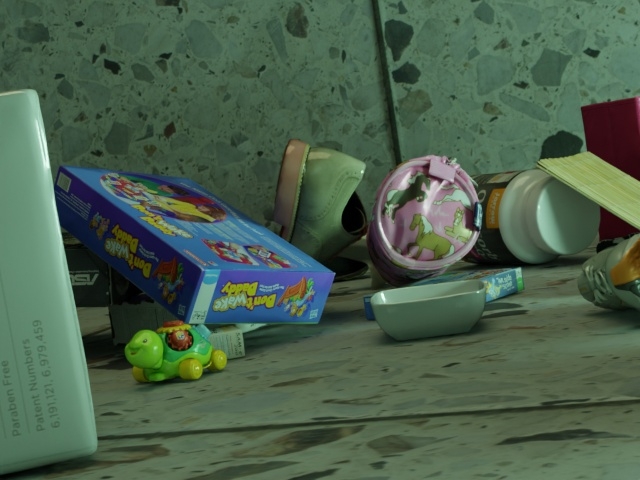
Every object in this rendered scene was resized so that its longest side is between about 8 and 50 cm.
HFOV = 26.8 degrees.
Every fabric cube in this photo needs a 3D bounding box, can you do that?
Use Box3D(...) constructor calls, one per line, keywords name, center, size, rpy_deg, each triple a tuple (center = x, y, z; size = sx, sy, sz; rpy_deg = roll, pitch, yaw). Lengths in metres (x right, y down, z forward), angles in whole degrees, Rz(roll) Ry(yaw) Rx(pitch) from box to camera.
Box3D(name="fabric cube", center=(0.638, -0.136, 2.383), size=(0.254, 0.258, 0.259), rpy_deg=(-10, 4, -10))

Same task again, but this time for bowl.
Box3D(name="bowl", center=(0.134, 0.086, 1.639), size=(0.142, 0.053, 0.142), rpy_deg=(-8, 3, 6))

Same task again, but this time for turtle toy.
Box3D(name="turtle toy", center=(-0.176, 0.129, 1.560), size=(0.095, 0.066, 0.130), rpy_deg=(-6, 4, 31))

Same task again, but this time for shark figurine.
Box3D(name="shark figurine", center=(0.065, 0.038, 2.268), size=(0.278, 0.116, 0.166), rpy_deg=(0, -30, 3))

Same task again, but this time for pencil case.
Box3D(name="pencil case", center=(0.149, -0.020, 2.025), size=(0.167, 0.160, 0.386), rpy_deg=(-20, -6, -2))

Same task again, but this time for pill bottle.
Box3D(name="pill bottle", center=(0.337, -0.040, 2.295), size=(0.162, 0.162, 0.278), rpy_deg=(-10, 3, -27))

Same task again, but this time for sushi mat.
Box3D(name="sushi mat", center=(0.495, -0.058, 2.109), size=(0.151, 0.019, 0.316), rpy_deg=(-9, 35, -43))

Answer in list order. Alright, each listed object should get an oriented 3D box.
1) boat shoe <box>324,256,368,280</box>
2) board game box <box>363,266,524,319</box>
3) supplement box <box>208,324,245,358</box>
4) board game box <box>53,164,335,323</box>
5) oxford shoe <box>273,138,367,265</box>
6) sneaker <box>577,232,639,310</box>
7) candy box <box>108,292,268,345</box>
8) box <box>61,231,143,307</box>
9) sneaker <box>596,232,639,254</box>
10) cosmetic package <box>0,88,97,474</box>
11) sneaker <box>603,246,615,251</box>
Box3D(name="boat shoe", center=(-0.019, 0.041, 2.470), size=(0.228, 0.081, 0.069), rpy_deg=(-6, -1, -4))
Box3D(name="board game box", center=(0.174, 0.073, 1.876), size=(0.136, 0.035, 0.201), rpy_deg=(-6, 4, 39))
Box3D(name="supplement box", center=(-0.148, 0.132, 1.681), size=(0.098, 0.036, 0.062), rpy_deg=(-9, 4, -12))
Box3D(name="board game box", center=(-0.181, 0.004, 1.831), size=(0.233, 0.078, 0.347), rpy_deg=(4, 21, -44))
Box3D(name="oxford shoe", center=(0.000, 0.000, 1.953), size=(0.130, 0.123, 0.348), rpy_deg=(10, -35, 4))
Box3D(name="sneaker", center=(0.349, 0.048, 1.550), size=(0.121, 0.099, 0.262), rpy_deg=(-15, -7, 23))
Box3D(name="candy box", center=(-0.180, 0.103, 1.941), size=(0.196, 0.070, 0.165), rpy_deg=(-5, 5, 44))
Box3D(name="box", center=(-0.447, 0.040, 2.023), size=(0.395, 0.097, 0.318), rpy_deg=(-2, 3, 10))
Box3D(name="sneaker", center=(0.499, 0.007, 2.157), size=(0.109, 0.040, 0.044), rpy_deg=(-5, 3, 42))
Box3D(name="cosmetic package", center=(-0.435, 0.056, 1.239), size=(0.394, 0.327, 0.329), rpy_deg=(-10, 4, -14))
Box3D(name="sneaker", center=(0.428, 0.023, 1.832), size=(0.078, 0.067, 0.188), rpy_deg=(2, 12, 37))
